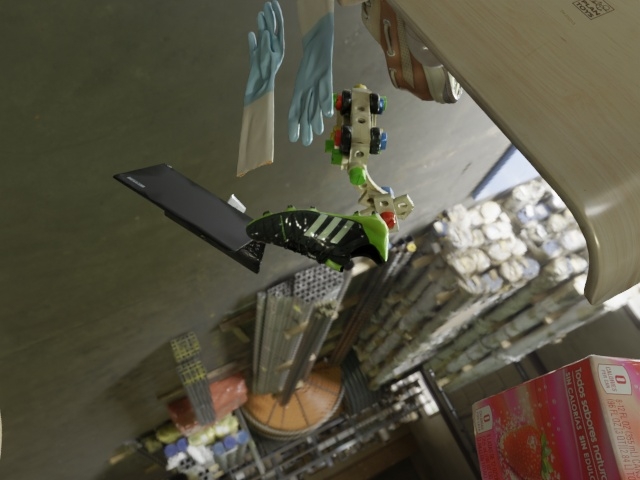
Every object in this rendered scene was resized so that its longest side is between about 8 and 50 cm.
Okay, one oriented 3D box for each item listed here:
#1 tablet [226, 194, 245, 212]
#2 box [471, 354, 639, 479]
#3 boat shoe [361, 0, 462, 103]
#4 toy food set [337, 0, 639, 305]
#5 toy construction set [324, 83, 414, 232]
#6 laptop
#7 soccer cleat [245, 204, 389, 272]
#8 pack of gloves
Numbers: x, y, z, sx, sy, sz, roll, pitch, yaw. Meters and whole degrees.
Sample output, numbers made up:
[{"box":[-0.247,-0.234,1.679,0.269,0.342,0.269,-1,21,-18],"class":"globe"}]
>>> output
[{"box":[-0.202,-0.068,1.350,0.054,0.006,0.083,-61,158,-11],"class":"tablet"},{"box":[0.220,0.241,0.374,0.154,0.300,0.142,9,150,-18],"class":"box"},{"box":[0.105,-0.301,0.747,0.123,0.116,0.324,-64,147,-27],"class":"boat shoe"},{"box":[0.177,-0.127,0.411,0.219,0.306,0.092,-25,153,-12],"class":"toy food set"},{"box":[0.079,-0.173,1.144,0.151,0.328,0.215,-7,142,-11],"class":"toy construction set"},{"box":[-0.226,-0.019,1.050,0.137,0.234,0.264,-53,172,-33],"class":"laptop"},{"box":[0.000,0.000,0.704,0.178,0.072,0.060,1,157,-14],"class":"soccer cleat"},{"box":[-0.030,-0.204,0.701,0.046,0.232,0.195,11,166,-34],"class":"pack of gloves"}]
